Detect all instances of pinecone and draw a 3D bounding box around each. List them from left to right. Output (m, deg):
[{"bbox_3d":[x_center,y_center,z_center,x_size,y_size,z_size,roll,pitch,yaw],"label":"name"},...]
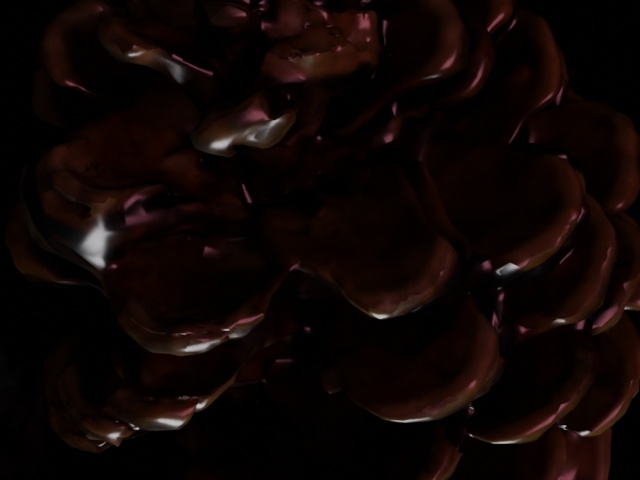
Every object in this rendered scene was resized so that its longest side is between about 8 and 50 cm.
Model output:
[{"bbox_3d":[0.002,-0.006,0.529,0.243,0.243,0.257,-29,121,-28],"label":"pinecone"}]
